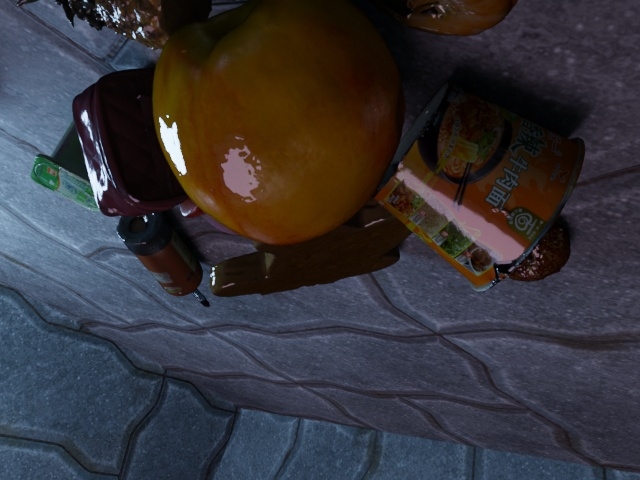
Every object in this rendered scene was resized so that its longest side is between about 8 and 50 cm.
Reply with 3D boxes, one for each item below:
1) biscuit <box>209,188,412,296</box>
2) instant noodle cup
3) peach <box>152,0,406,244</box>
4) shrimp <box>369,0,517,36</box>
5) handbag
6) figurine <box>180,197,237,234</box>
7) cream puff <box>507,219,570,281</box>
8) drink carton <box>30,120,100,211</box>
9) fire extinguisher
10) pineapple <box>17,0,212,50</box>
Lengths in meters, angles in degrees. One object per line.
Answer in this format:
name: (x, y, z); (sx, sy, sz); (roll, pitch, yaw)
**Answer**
biscuit: (0.000, 0.000, 1.122); (0.368, 0.076, 0.394); (-9, 164, -17)
instant noodle cup: (0.186, -0.079, 0.835); (0.182, 0.230, 0.230); (33, 155, -3)
peach: (-0.036, -0.134, 0.784); (0.289, 0.289, 0.308); (2, 134, 36)
shrimp: (0.082, -0.275, 0.679); (0.248, 0.068, 0.150); (21, 161, -13)
handbag: (-0.288, -0.151, 1.038); (0.146, 0.225, 0.135); (-15, -178, -40)
figurine: (-0.124, -0.088, 1.101); (0.173, 0.173, 0.173); (17, 155, 8)
cream puff: (0.323, 0.014, 1.059); (0.149, 0.084, 0.149); (16, 153, 8)
drink carton: (-0.431, -0.153, 1.232); (0.144, 0.142, 0.146); (32, 153, -18)
fire extinguisher: (-0.386, 0.027, 1.652); (0.200, 0.113, 0.376); (57, 173, 32)
pineapple: (-0.259, -0.310, 0.812); (0.248, 0.128, 0.128); (16, 156, 23)
